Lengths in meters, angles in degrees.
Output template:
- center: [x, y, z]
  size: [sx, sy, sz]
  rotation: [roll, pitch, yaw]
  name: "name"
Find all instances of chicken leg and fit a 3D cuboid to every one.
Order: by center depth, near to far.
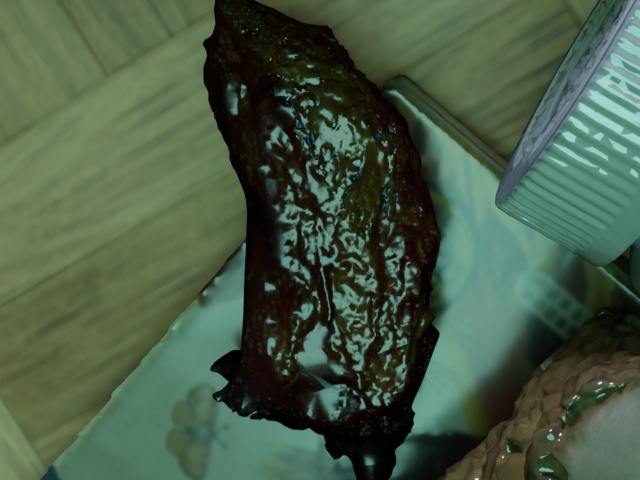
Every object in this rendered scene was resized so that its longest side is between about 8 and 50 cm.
- center: [0.000, 0.000, 0.836]
  size: [0.105, 0.063, 0.234]
  rotation: [-2, 99, 4]
  name: "chicken leg"

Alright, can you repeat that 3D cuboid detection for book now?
- center: [0.010, 0.172, 0.925]
  size: [0.300, 0.039, 0.428]
  rotation: [39, 105, -4]
  name: "book"

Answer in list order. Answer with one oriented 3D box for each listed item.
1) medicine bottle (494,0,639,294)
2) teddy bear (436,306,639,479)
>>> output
- center: [0.245, 0.001, 0.790]
  size: [0.318, 0.158, 0.158]
  rotation: [31, 106, -2]
  name: "medicine bottle"
- center: [0.176, 0.143, 0.800]
  size: [0.256, 0.156, 0.267]
  rotation: [37, 145, -3]
  name: "teddy bear"
